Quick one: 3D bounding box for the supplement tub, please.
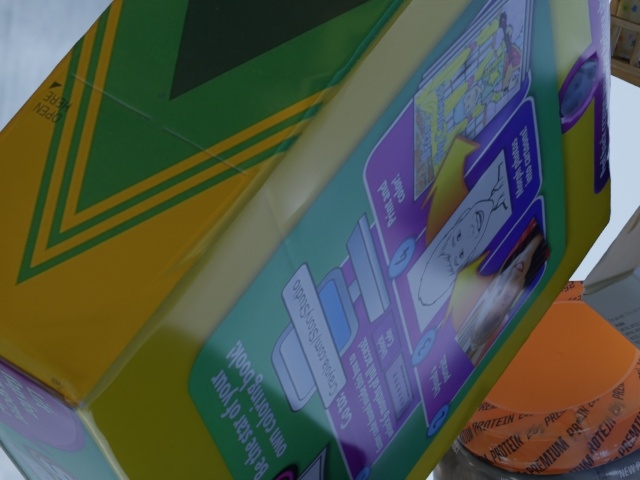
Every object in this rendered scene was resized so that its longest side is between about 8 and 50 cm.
[{"bbox_3d":[0.183,0.194,1.236,0.194,0.193,0.316,-92,167,-55],"label":"supplement tub"}]

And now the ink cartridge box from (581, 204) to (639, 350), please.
[{"bbox_3d":[0.254,0.035,1.072,0.127,0.175,0.072,-52,-175,-19],"label":"ink cartridge box"}]

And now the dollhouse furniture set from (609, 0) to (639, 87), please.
[{"bbox_3d":[0.219,-0.196,1.312,0.101,0.161,0.182,33,-64,47],"label":"dollhouse furniture set"}]

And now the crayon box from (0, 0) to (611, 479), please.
[{"bbox_3d":[0.000,0.000,0.826,0.313,0.106,0.363,-51,156,-18],"label":"crayon box"}]
